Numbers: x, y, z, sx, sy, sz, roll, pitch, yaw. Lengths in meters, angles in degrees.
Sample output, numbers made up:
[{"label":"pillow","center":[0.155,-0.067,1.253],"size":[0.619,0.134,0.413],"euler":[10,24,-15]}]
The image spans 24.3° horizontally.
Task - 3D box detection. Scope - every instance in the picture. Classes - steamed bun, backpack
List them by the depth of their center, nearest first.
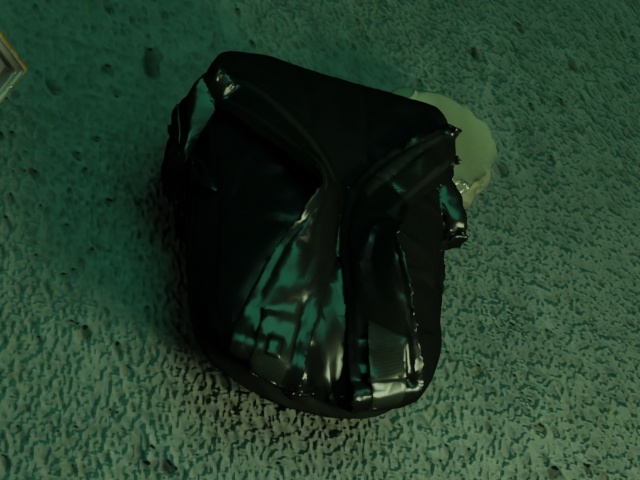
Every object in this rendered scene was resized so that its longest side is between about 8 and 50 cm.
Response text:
[{"label":"backpack","center":[0.000,0.000,1.631],"size":[0.363,0.255,0.445],"euler":[11,51,-20]},{"label":"steamed bun","center":[0.137,-0.108,1.923],"size":[0.183,0.106,0.183],"euler":[19,49,-23]}]

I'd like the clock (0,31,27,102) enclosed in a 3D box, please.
[{"label":"clock","center":[-0.429,-0.186,1.501],"size":[0.166,0.235,0.309],"euler":[31,30,13]}]
